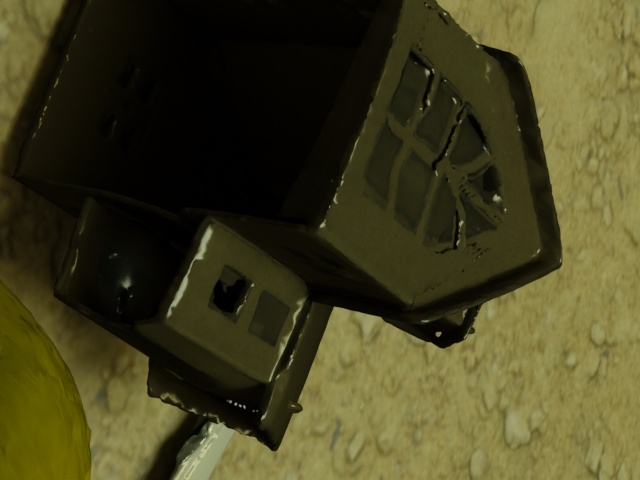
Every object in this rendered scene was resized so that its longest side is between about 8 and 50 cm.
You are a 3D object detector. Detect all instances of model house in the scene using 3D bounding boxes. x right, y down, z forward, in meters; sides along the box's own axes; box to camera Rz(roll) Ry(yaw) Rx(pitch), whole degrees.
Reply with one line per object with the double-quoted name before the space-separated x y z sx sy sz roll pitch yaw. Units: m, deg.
"model house" 0.000 0.000 0.903 0.243 0.211 0.204 37 71 -49

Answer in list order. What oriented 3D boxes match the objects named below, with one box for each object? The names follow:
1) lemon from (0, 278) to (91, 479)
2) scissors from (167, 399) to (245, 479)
"lemon" -0.209 0.104 0.582 0.322 0.268 0.268 -64 147 -61
"scissors" -0.092 0.167 0.971 0.204 0.027 0.101 -59 139 -21
